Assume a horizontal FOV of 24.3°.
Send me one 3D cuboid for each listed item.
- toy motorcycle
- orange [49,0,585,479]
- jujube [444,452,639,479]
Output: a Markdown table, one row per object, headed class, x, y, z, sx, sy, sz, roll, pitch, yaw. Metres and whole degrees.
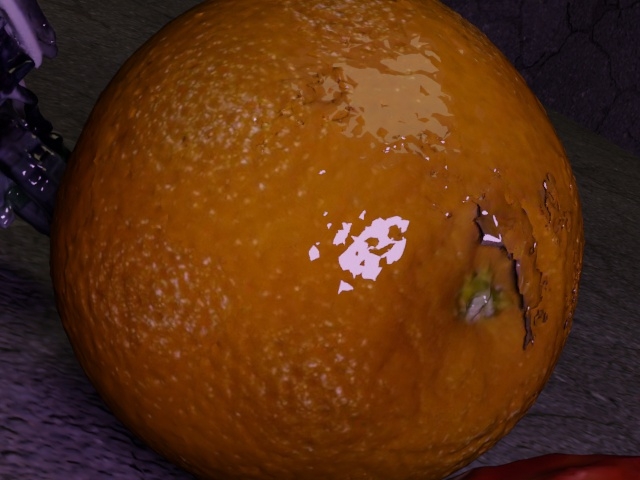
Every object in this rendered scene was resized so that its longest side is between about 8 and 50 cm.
| class | x | y | z | sx | sy | sz | roll | pitch | yaw |
| --- | --- | --- | --- | --- | --- | --- | --- | --- | --- |
| toy motorcycle | -0.244 | -0.120 | 0.831 | 0.188 | 0.143 | 0.327 | 28 | -20 | 38 |
| orange | 0.000 | 0.000 | 0.743 | 0.274 | 0.274 | 0.274 | 21 | 13 | -5 |
| jujube | 0.100 | 0.165 | 0.409 | 0.232 | 0.213 | 0.213 | 26 | 14 | 10 |
